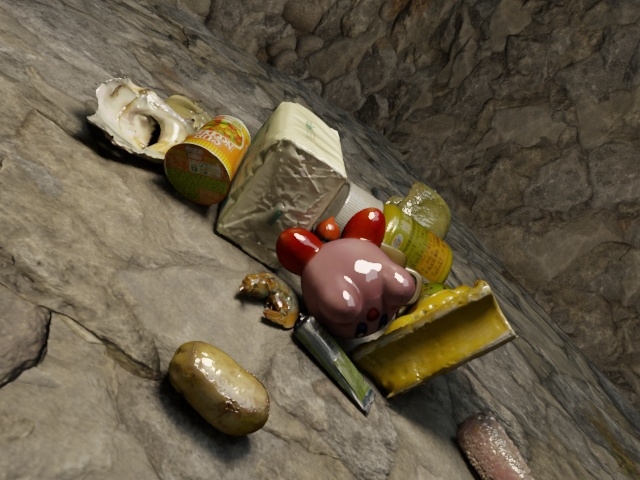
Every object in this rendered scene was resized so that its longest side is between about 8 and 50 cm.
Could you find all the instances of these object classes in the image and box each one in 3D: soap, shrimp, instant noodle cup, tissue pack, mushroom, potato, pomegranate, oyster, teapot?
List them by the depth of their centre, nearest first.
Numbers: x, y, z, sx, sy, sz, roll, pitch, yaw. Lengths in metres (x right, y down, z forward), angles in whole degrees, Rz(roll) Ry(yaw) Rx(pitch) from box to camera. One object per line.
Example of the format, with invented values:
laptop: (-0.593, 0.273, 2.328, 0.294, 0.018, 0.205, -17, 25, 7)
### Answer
potato: (-0.148, 0.218, 0.809, 0.170, 0.080, 0.107, 42, 12, -5)
shrimp: (-0.097, 0.119, 1.144, 0.187, 0.051, 0.132, 15, 32, -56)
oyster: (-0.406, -0.259, 1.282, 0.271, 0.100, 0.275, 60, 40, -24)
soap: (0.259, 0.225, 1.290, 0.169, 0.339, 0.304, 63, 9, 11)
instant noodle cup: (-0.250, -0.201, 1.291, 0.168, 0.168, 0.185, 37, 43, -11)
tissue pack: (-0.094, -0.158, 1.375, 0.207, 0.297, 0.380, 33, 23, -17)
teapot: (0.126, 0.100, 1.413, 0.268, 0.175, 0.185, 18, -8, 11)
pomegranate: (0.291, 0.233, 1.463, 0.198, 0.246, 0.198, 0, 21, 0)
mushroom: (0.402, -0.100, 2.246, 0.292, 0.217, 0.212, 44, 24, 7)

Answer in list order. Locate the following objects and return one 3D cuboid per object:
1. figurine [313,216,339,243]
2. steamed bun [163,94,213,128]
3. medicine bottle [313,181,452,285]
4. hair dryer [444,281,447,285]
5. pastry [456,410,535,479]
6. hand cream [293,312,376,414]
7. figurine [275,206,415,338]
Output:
figurine: (0.000, 0.000, 1.437, 0.068, 0.140, 0.075, 11, 35, -47)
steamed bun: (-0.366, -0.326, 1.511, 0.212, 0.110, 0.231, 46, 18, 15)
medicine bottle: (0.183, 0.006, 1.630, 0.384, 0.224, 0.224, 33, 21, -17)
hair dryer: (0.395, 0.149, 1.767, 0.210, 0.125, 0.352, 24, 40, -35)
pastry: (0.374, 0.464, 1.193, 0.112, 0.103, 0.265, 50, 8, -29)
hand cream: (0.027, 0.246, 1.122, 0.235, 0.055, 0.086, 50, 23, 2)
figurine: (0.063, 0.098, 1.229, 0.270, 0.211, 0.261, -17, 52, -19)
